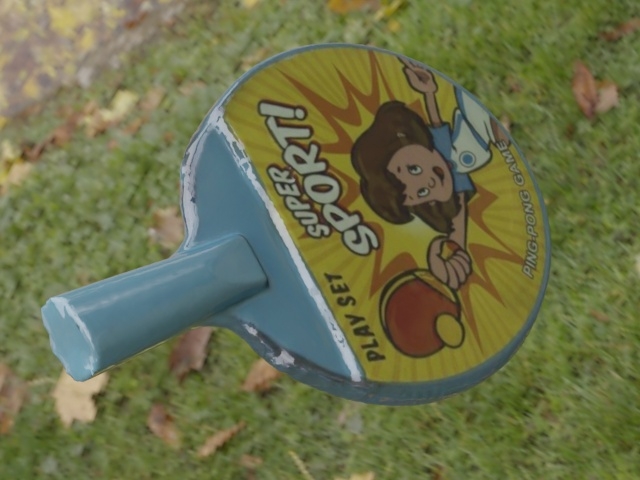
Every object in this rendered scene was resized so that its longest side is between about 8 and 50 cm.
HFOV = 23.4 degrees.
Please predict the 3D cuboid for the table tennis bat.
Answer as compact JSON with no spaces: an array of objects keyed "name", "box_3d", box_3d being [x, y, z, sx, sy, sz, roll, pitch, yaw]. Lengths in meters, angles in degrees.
[{"name":"table tennis bat","box_3d":[0.000,0.000,0.834,0.044,0.329,0.215,-38,76,51]}]
